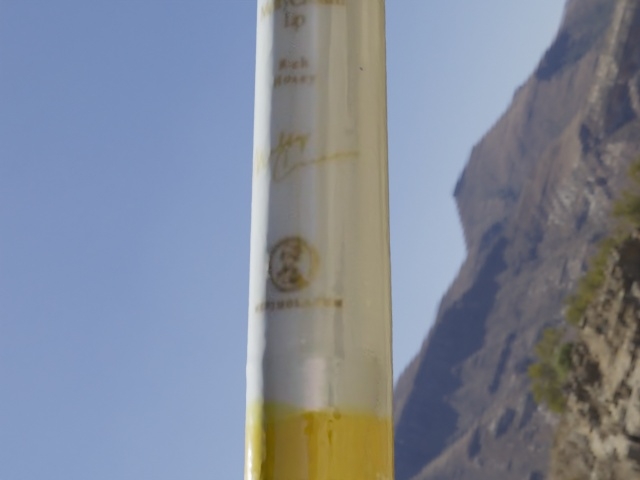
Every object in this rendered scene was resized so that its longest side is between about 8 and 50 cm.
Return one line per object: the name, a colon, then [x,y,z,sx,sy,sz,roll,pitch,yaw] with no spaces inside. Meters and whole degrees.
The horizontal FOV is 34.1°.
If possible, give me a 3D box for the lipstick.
lipstick: [0.000,0.000,0.423,0.059,0.059,0.264,65,-155,-70]
